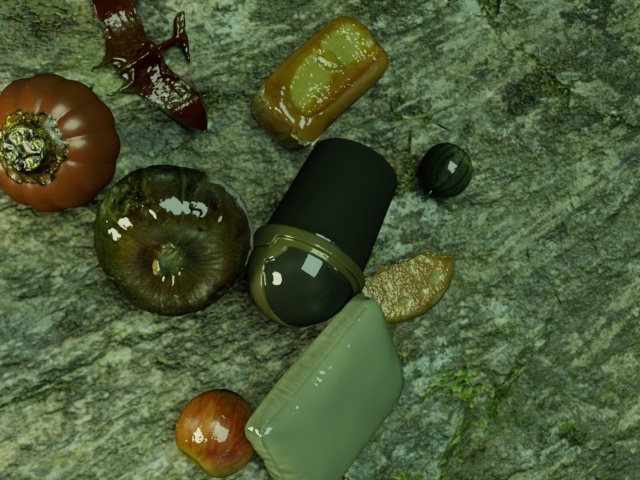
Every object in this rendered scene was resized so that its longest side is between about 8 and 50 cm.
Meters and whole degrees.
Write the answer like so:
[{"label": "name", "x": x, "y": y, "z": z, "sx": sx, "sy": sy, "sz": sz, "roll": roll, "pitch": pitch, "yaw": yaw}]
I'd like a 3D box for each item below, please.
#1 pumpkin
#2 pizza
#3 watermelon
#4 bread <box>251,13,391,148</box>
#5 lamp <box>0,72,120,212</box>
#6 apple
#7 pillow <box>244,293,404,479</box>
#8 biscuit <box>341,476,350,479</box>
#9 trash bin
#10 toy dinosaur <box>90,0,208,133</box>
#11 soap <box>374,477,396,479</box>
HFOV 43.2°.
[{"label": "pumpkin", "x": -0.240, "y": 0.005, "z": 1.297, "sx": 0.260, "sy": 0.189, "sz": 0.260, "roll": -3, "pitch": 116, "yaw": -7}, {"label": "pizza", "x": 0.154, "y": 0.093, "z": 1.535, "sx": 0.246, "sy": 0.058, "sz": 0.127, "roll": -34, "pitch": 91, "yaw": -23}, {"label": "watermelon", "x": 0.242, "y": -0.129, "z": 1.603, "sx": 0.105, "sy": 0.105, "sz": 0.133, "roll": 36, "pitch": 80, "yaw": -9}, {"label": "bread", "x": 0.000, "y": -0.302, "z": 1.548, "sx": 0.152, "sy": 0.119, "sz": 0.288, "roll": 48, "pitch": 65, "yaw": -8}, {"label": "lamp", "x": -0.434, "y": -0.155, "z": 1.299, "sx": 0.223, "sy": 0.196, "sz": 0.223, "roll": 1, "pitch": 101, "yaw": 7}, {"label": "apple", "x": -0.163, "y": 0.308, "z": 1.312, "sx": 0.146, "sy": 0.146, "sz": 0.147, "roll": 5, "pitch": 75, "yaw": -20}, {"label": "pillow", "x": 0.021, "y": 0.276, "z": 1.352, "sx": 0.322, "sy": 0.119, "sz": 0.255, "roll": -45, "pitch": 134, "yaw": -30}, {"label": "biscuit", "x": 0.027, "y": 0.491, "z": 1.403, "sx": 0.124, "sy": 0.026, "sz": 0.175, "roll": -23, "pitch": 85, "yaw": -24}, {"label": "trash bin", "x": 0.000, "y": 0.000, "z": 1.420, "sx": 0.214, "sy": 0.214, "sz": 0.334, "roll": 34, "pitch": 62, "yaw": -10}, {"label": "toy dinosaur", "x": -0.304, "y": -0.328, "z": 1.441, "sx": 0.206, "sy": 0.113, "sz": 0.328, "roll": -9, "pitch": 81, "yaw": -23}, {"label": "soap", "x": 0.136, "y": 0.595, "z": 1.351, "sx": 0.302, "sy": 0.159, "sz": 0.258, "roll": 45, "pitch": 68, "yaw": -4}]
